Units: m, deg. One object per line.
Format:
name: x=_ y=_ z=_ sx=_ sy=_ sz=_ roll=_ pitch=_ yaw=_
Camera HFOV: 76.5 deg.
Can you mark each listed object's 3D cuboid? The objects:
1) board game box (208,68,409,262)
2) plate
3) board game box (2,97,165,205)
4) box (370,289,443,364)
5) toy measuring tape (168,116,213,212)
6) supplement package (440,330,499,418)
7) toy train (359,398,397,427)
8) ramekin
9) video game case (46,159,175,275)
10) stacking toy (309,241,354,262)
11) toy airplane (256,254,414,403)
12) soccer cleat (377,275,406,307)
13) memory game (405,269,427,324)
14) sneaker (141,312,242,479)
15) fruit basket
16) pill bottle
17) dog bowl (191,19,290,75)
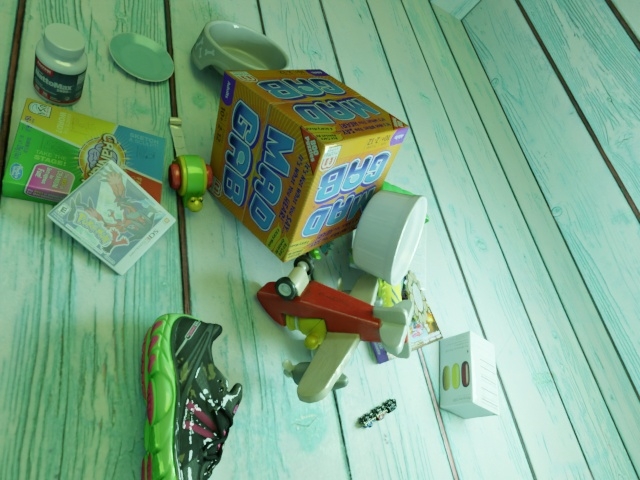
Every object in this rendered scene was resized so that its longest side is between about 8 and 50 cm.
board game box: x=-0.049 y=-0.229 z=1.135 sx=0.356 sy=0.357 sz=0.356 roll=41 pitch=41 yaw=23
plate: x=-0.548 y=-0.557 z=1.248 sx=0.188 sy=0.024 sz=0.188 roll=20 pitch=53 yaw=-29
board game box: x=-0.555 y=-0.187 z=0.994 sx=0.316 sy=0.064 sz=0.242 roll=11 pitch=59 yaw=-33
box: x=0.271 y=0.275 z=1.367 sx=0.293 sy=0.057 sz=0.201 roll=-7 pitch=68 yaw=-40
toy measuring tape: x=-0.370 y=-0.233 z=1.127 sx=0.121 sy=0.121 sz=0.330 roll=-1 pitch=66 yaw=-38
supplement package: x=0.503 y=0.458 z=1.383 sx=0.133 sy=0.139 sz=0.244 roll=31 pitch=49 yaw=-22
toy train: x=0.169 y=0.503 z=1.177 sx=0.158 sy=0.027 sz=0.036 roll=-10 pitch=82 yaw=-42
ramekin: x=0.204 y=-0.016 z=1.204 sx=0.135 sy=0.277 sz=0.277 roll=21 pitch=41 yaw=23
video game case: x=-0.472 y=-0.052 z=0.937 sx=0.201 sy=0.023 sz=0.183 roll=47 pitch=64 yaw=-23
stacking toy: x=0.000 y=0.000 z=1.268 sx=0.166 sy=0.052 sz=0.221 roll=5 pitch=33 yaw=-36
toy airplane: x=0.056 y=0.233 z=1.080 sx=0.386 sy=0.273 sz=0.384 roll=-5 pitch=35 yaw=-25
soccer cleat: x=0.208 y=0.173 z=1.269 sx=0.121 sy=0.093 sz=0.289 roll=44 pitch=36 yaw=-23
memory game: x=0.321 y=0.191 z=1.357 sx=0.186 sy=0.012 sz=0.186 roll=44 pitch=37 yaw=-46
sneaker: x=-0.246 y=0.377 z=0.819 sx=0.202 sy=0.185 sz=0.483 roll=5 pitch=63 yaw=-32
fruit basket: x=0.253 y=-0.021 z=1.481 sx=0.327 sy=0.165 sz=0.353 roll=18 pitch=69 yaw=-22
pill bottle: x=-0.635 y=-0.430 z=0.994 sx=0.107 sy=0.180 sz=0.108 roll=19 pitch=54 yaw=-28
dog bowl: x=-0.261 y=-0.631 z=1.406 sx=0.348 sy=0.102 sz=0.349 roll=19 pitch=42 yaw=-18
